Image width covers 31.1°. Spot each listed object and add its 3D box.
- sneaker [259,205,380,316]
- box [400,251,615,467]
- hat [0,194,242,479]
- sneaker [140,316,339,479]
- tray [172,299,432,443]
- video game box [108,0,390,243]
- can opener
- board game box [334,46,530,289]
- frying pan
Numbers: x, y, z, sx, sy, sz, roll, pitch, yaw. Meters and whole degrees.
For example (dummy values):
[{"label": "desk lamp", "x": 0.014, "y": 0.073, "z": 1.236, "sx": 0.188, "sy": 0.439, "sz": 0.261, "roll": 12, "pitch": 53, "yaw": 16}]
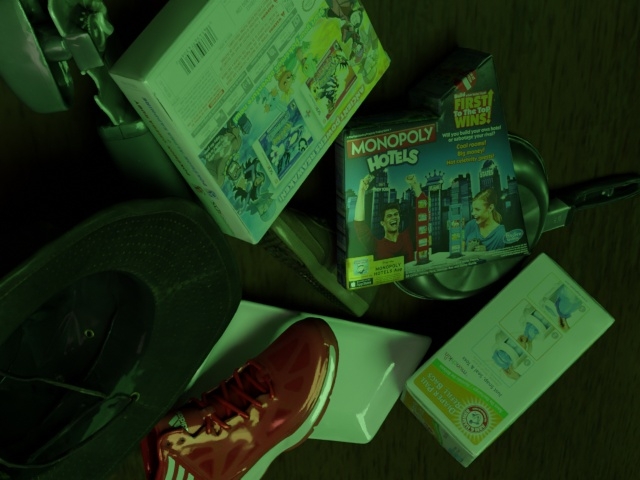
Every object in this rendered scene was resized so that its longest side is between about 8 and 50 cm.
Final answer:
[{"label": "sneaker", "x": 0.000, "y": 0.000, "z": 1.057, "sx": 0.071, "sy": 0.066, "sz": 0.188, "roll": -57, "pitch": 141, "yaw": -11}, {"label": "box", "x": 0.190, "y": 0.127, "z": 1.199, "sx": 0.203, "sy": 0.103, "sz": 0.114, "roll": -42, "pitch": 167, "yaw": -11}, {"label": "hat", "x": -0.223, "y": 0.079, "z": 0.886, "sx": 0.331, "sy": 0.134, "sz": 0.331, "roll": -34, "pitch": 146, "yaw": -27}, {"label": "sneaker", "x": -0.082, "y": 0.157, "z": 1.047, "sx": 0.128, "sy": 0.087, "sz": 0.221, "roll": 18, "pitch": 110, "yaw": -43}, {"label": "tray", "x": -0.017, "y": 0.131, "z": 1.155, "sx": 0.270, "sy": 0.030, "sz": 0.145, "roll": 15, "pitch": 114, "yaw": -41}, {"label": "video game box", "x": -0.043, "y": -0.133, "z": 0.876, "sx": 0.205, "sy": 0.048, "sz": 0.187, "roll": -54, "pitch": 137, "yaw": -21}, {"label": "can opener", "x": -0.163, "y": -0.089, "z": 0.874, "sx": 0.095, "sy": 0.076, "sz": 0.283, "roll": -8, "pitch": 135, "yaw": 11}, {"label": "board game box", "x": 0.095, "y": -0.070, "z": 1.029, "sx": 0.194, "sy": 0.060, "sz": 0.194, "roll": -10, "pitch": 109, "yaw": -24}, {"label": "frying pan", "x": 0.204, "y": -0.005, "z": 1.198, "sx": 0.326, "sy": 0.053, "sz": 0.197, "roll": 13, "pitch": 115, "yaw": -37}]
